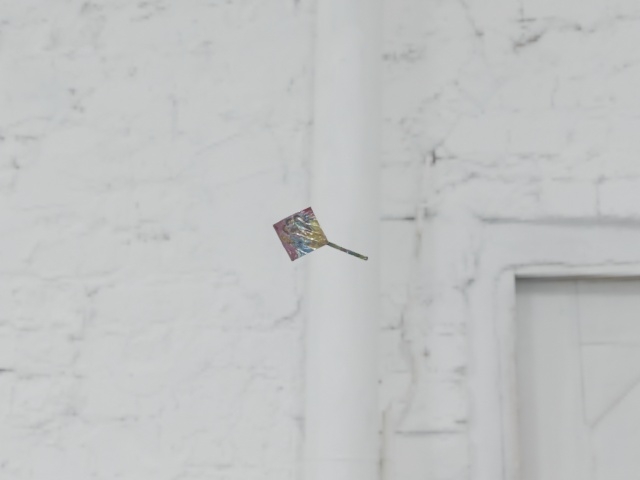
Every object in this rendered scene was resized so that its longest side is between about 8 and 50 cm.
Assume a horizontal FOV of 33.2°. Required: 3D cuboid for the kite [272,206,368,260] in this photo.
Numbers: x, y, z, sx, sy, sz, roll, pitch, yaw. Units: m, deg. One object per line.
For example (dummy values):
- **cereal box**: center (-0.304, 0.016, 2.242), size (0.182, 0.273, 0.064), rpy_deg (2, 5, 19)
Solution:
- **kite**: center (-0.004, 0.005, 0.872), size (0.078, 0.044, 0.002), rpy_deg (42, -7, 12)
